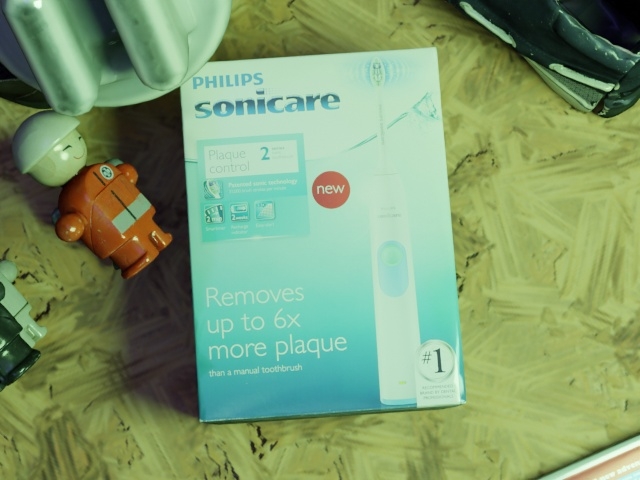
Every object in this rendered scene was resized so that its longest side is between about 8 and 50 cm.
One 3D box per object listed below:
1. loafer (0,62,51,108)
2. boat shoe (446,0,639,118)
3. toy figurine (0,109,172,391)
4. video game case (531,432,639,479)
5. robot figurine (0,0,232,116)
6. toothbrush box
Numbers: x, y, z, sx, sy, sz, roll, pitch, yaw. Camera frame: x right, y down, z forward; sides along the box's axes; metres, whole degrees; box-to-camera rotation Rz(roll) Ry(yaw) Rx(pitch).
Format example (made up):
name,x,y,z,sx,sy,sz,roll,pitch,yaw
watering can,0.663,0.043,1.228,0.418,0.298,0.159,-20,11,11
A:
name,x,y,z,sx,sy,sz,roll,pitch,yaw
loafer,-0.322,-0.175,1.218,0.220,0.078,0.080,11,82,1
boat shoe,0.159,-0.250,1.194,0.340,0.158,0.127,37,83,4
toy figurine,-0.239,0.001,1.128,0.213,0.209,0.148,-42,99,-4
video game case,0.290,0.313,1.186,0.204,0.025,0.285,-23,83,-3
robot figurine,-0.173,-0.245,1.126,0.299,0.200,0.353,-12,38,5
toothbrush box,0.000,0.000,1.176,0.216,0.126,0.296,-3,81,-1
